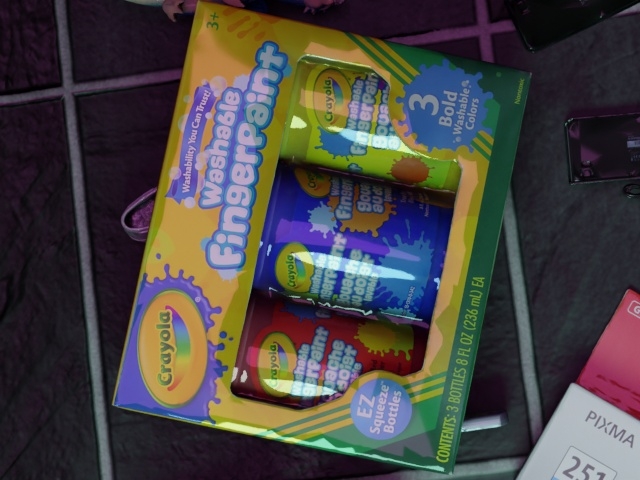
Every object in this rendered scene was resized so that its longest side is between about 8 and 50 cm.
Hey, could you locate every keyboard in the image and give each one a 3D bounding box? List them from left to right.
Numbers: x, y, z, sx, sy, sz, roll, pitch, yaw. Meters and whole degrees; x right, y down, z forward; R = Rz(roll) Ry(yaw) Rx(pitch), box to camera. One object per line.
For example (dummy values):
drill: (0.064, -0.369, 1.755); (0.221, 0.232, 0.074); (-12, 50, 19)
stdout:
keyboard: (0.304, -0.299, 1.887); (0.192, 0.038, 0.100); (-25, 104, 3)
keyboard: (0.369, -0.092, 1.854); (0.180, 0.023, 0.108); (-5, 77, 8)

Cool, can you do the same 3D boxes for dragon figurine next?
dragon figurine: (-0.111, -0.289, 1.909); (0.289, 0.144, 0.085); (-7, 84, 26)

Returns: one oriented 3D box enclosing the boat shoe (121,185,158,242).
boat shoe: (-0.148, -0.055, 1.899); (0.184, 0.063, 0.066); (-20, 82, 5)

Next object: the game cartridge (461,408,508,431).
game cartridge: (0.180, 0.199, 1.817); (0.056, 0.083, 0.017); (-6, 88, 6)

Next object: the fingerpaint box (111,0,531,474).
fingerpaint box: (0.000, 0.000, 1.791); (0.371, 0.163, 0.445); (12, 85, -2)

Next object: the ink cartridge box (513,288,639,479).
ink cartridge box: (0.400, 0.234, 1.793); (0.296, 0.066, 0.261); (30, 90, 10)
